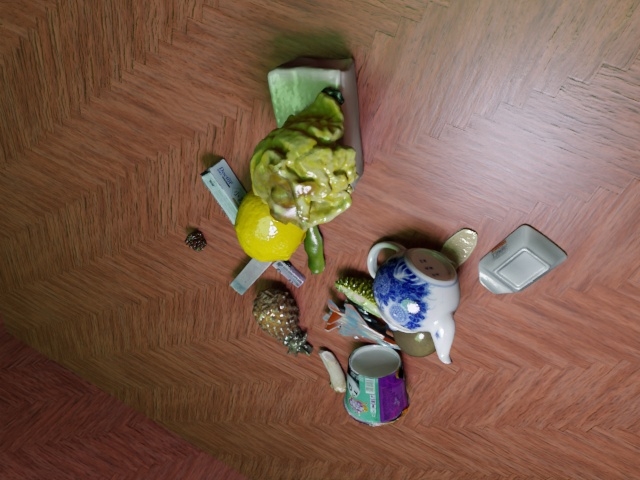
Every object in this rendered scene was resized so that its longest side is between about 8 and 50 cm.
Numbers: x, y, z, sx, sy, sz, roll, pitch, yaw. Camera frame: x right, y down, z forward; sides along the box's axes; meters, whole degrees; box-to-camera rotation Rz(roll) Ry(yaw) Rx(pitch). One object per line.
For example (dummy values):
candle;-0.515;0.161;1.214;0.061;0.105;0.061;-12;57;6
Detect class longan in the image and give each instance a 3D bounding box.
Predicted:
longan;0.322;0.294;1.507;0.189;0.189;0.189;14;128;19

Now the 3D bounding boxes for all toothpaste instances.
toothpaste;-0.289;-0.123;1.592;0.071;0.089;0.312;-15;115;43

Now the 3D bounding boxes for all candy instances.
candy;0.000;-0.308;1.268;0.208;0.145;0.358;6;125;24

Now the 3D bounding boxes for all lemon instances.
lemon;-0.156;-0.058;1.475;0.234;0.233;0.288;27;121;9

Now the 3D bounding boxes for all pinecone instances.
pinecone;-0.482;0.004;1.795;0.077;0.077;0.083;-21;115;37

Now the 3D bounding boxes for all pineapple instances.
pineapple;-0.142;0.334;1.805;0.175;0.175;0.361;6;139;25

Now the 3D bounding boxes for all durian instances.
durian;0.148;0.170;1.551;0.221;0.095;0.137;23;155;18

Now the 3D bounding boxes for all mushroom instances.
mushroom;0.050;0.527;1.884;0.084;0.071;0.209;18;134;59

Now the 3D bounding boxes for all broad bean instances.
broad bean;-0.010;-0.004;1.547;0.098;0.056;0.317;22;128;14

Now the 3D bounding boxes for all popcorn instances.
popcorn;-0.031;-0.171;1.129;0.293;0.237;0.292;16;130;20

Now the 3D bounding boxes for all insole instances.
insole;0.394;0.057;1.400;0.081;0.011;0.247;28;131;8

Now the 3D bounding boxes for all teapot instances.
teapot;0.269;0.168;1.371;0.424;0.253;0.279;53;135;36

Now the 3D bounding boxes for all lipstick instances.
lipstick;-0.237;0.095;1.729;0.066;0.068;0.317;42;132;-3

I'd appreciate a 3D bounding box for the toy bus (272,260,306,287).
toy bus;-0.114;0.115;1.698;0.131;0.037;0.052;44;129;-7

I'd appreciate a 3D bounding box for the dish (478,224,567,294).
dish;0.549;0.080;1.299;0.154;0.064;0.234;36;133;0

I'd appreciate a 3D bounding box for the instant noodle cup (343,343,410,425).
instant noodle cup;0.200;0.512;1.686;0.251;0.251;0.190;6;116;25

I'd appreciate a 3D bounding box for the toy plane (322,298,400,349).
toy plane;0.163;0.307;1.638;0.327;0.104;0.222;18;141;6
